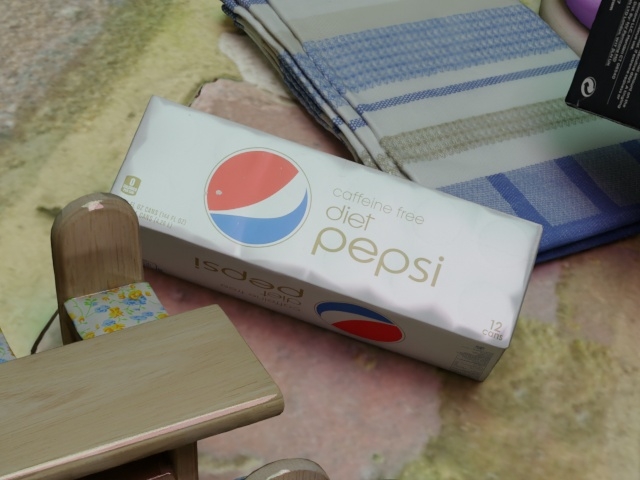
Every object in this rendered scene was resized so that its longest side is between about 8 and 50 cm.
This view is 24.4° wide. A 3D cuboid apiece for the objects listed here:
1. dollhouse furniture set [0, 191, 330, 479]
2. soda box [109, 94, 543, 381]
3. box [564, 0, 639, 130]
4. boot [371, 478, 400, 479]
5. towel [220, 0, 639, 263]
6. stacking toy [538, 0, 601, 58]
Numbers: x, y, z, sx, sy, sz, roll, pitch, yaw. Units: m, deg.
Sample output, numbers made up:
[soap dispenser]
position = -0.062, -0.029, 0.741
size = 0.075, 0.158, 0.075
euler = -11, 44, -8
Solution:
[dollhouse furniture set]
position = -0.139, 0.060, 0.581
size = 0.242, 0.161, 0.212
euler = -15, 37, -22
[soda box]
position = 0.000, 0.000, 0.774
size = 0.216, 0.069, 0.074
euler = 19, 70, 2
[box]
position = 0.304, -0.073, 0.840
size = 0.261, 0.103, 0.184
euler = 12, 14, -32
[boot]
position = 0.036, 0.200, 0.585
size = 0.189, 0.076, 0.208
euler = -15, 56, -47
[towel]
position = 0.088, -0.091, 0.943
size = 0.209, 0.034, 0.285
euler = -16, 52, -31
[stacking toy]
position = 0.254, -0.253, 0.945
size = 0.141, 0.330, 0.141
euler = 9, 42, -8
